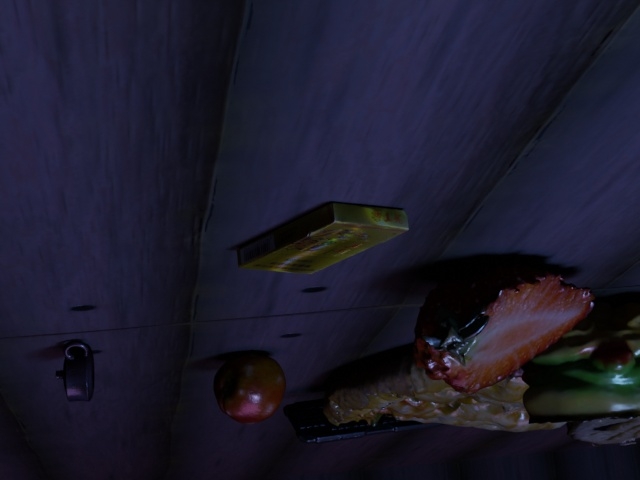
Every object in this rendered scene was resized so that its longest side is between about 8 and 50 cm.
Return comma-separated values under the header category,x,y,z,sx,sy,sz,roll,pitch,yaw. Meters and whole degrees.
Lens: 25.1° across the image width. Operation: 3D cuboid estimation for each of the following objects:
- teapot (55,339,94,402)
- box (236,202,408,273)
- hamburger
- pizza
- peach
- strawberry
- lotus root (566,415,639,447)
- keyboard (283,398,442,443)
category,x,y,z,sx,sy,sz,roll,pitch,yaw
teapot,-0.294,0.157,1.718,0.045,0.068,0.100,-3,130,-5
box,0.000,0.000,1.322,0.089,0.022,0.156,5,162,-38
hamburger,0.365,0.152,1.819,0.237,0.148,0.237,-4,174,0
pizza,0.167,0.227,2.111,0.392,0.080,0.435,-6,159,24
peach,-0.090,0.194,1.894,0.101,0.100,0.101,-6,165,-2
strawberry,0.182,0.078,1.570,0.175,0.107,0.236,-50,151,13
lotus root,0.603,0.272,2.475,0.391,0.111,0.375,3,161,-22
keyboard,0.076,0.274,2.274,0.262,0.106,0.016,-5,123,-20
